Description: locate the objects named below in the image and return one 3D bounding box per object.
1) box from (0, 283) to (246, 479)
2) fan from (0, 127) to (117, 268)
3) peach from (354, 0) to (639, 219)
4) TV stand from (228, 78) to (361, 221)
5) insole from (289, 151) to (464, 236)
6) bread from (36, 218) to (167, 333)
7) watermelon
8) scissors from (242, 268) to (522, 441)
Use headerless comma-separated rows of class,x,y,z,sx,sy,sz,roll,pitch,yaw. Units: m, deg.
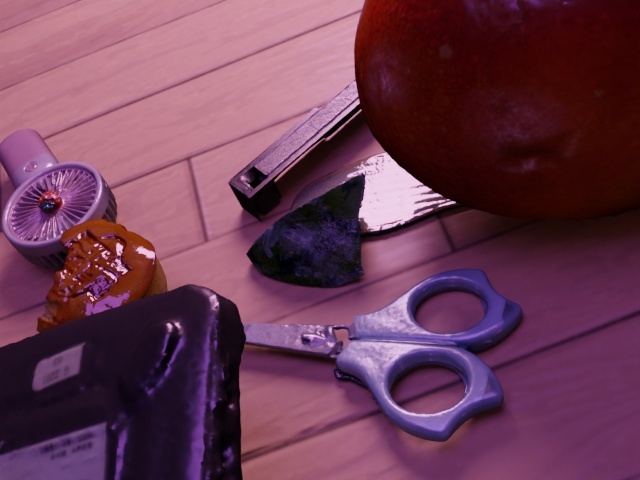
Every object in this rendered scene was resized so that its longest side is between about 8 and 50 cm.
box,-0.211,0.231,0.809,0.359,0.091,0.350,-20,57,28
fan,-0.335,-0.062,1.185,0.130,0.074,0.244,-36,49,-9
peach,0.234,-0.204,0.910,0.406,0.310,0.335,4,61,9
TV stand,0.008,-0.124,1.124,0.256,0.049,0.040,-42,52,-15
insole,0.132,-0.063,1.053,0.348,0.009,0.119,-8,50,15
bread,-0.226,0.050,1.045,0.125,0.086,0.156,-5,52,15
watermelon,-0.007,0.003,1.025,0.155,0.080,0.101,-20,91,8
scissors,0.010,0.100,0.957,0.360,0.029,0.191,1,49,24
